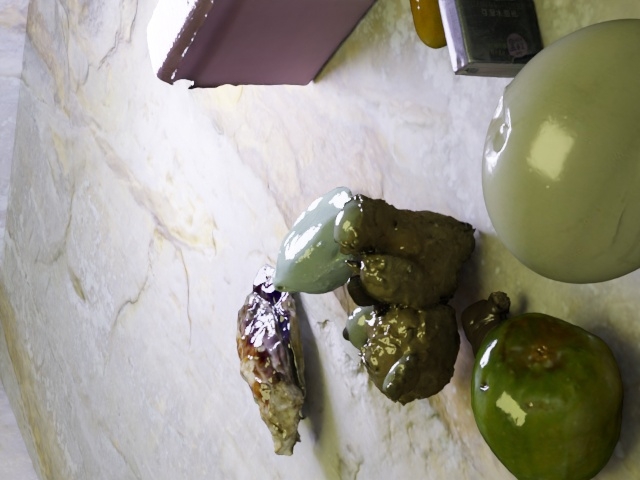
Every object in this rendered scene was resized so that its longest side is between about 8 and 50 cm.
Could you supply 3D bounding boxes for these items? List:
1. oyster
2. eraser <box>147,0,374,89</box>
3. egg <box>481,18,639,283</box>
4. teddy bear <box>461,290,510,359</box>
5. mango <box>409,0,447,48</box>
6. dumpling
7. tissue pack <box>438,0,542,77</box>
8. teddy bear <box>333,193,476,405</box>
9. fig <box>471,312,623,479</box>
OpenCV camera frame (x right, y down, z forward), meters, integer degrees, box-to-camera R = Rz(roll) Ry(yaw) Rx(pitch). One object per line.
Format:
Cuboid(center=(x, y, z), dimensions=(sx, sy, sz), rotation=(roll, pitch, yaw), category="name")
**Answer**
Cuboid(center=(-0.089, 0.191, 1.900), dimensions=(0.271, 0.100, 0.275), rotation=(-143, 50, -72), category="oyster")
Cuboid(center=(-0.068, -0.358, 1.631), dimensions=(0.359, 0.272, 0.122), rotation=(-44, 57, 55), category="eraser")
Cuboid(center=(0.268, -0.083, 1.108), dimensions=(0.219, 0.219, 0.269), rotation=(46, 130, 49), category="egg")
Cuboid(center=(0.216, 0.125, 1.366), dimensions=(0.160, 0.078, 0.119), rotation=(33, 125, 54), category="teddy bear")
Cuboid(center=(0.151, -0.319, 1.425), dimensions=(0.111, 0.089, 0.163), rotation=(-120, 25, -75), category="mango")
Cuboid(center=(0.007, 0.013, 1.723), dimensions=(0.219, 0.152, 0.108), rotation=(-23, 116, 44), category="dumpling")
Cuboid(center=(0.192, -0.268, 1.332), dimensions=(0.051, 0.112, 0.156), rotation=(-30, 67, 57), category="tissue pack")
Cuboid(center=(0.108, 0.081, 1.461), dimensions=(0.156, 0.267, 0.256), rotation=(6, 88, 18), category="teddy bear")
Cuboid(center=(0.239, 0.197, 1.245), dimensions=(0.167, 0.167, 0.233), rotation=(36, 126, 54), category="fig")
